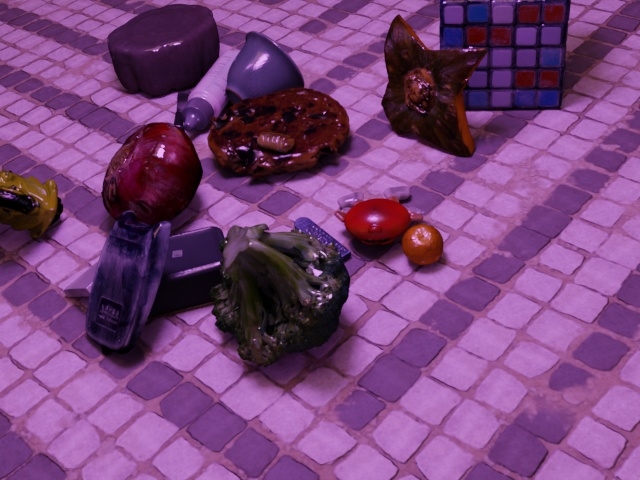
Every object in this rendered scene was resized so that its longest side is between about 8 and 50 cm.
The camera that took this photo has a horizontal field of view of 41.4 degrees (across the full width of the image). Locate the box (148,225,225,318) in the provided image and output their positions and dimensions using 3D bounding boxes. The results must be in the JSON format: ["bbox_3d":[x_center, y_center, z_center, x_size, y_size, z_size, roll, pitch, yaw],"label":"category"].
[{"bbox_3d":[-0.269,0.058,1.642,0.201,0.090,0.144,-13,41,-5],"label":"box"}]

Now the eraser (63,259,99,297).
[{"bbox_3d":[-0.432,0.059,1.690,0.104,0.023,0.150,-7,31,49],"label":"eraser"}]

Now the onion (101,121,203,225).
[{"bbox_3d":[-0.359,-0.133,1.807,0.246,0.190,0.246,-31,35,25],"label":"onion"}]

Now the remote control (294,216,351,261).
[{"bbox_3d":[0.000,-0.001,1.710,0.044,0.027,0.152,-25,43,-27],"label":"remote control"}]

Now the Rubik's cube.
[{"bbox_3d":[0.436,-0.504,2.022,0.293,0.291,0.287,2,42,11],"label":"Rubik's cube"}]

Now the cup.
[{"bbox_3d":[-0.161,-0.400,2.120,0.199,0.199,0.150,32,73,38],"label":"cup"}]

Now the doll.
[{"bbox_3d":[0.121,-0.048,1.703,0.183,0.085,0.217,-7,22,0],"label":"doll"}]

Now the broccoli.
[{"bbox_3d":[-0.081,0.079,1.474,0.295,0.245,0.265,7,56,54],"label":"broccoli"}]

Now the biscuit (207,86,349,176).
[{"bbox_3d":[-0.095,-0.246,1.977,0.334,0.081,0.289,-11,44,-4],"label":"biscuit"}]

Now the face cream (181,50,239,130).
[{"bbox_3d":[-0.276,-0.372,2.152,0.092,0.092,0.311,7,41,18],"label":"face cream"}]

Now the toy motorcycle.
[{"bbox_3d":[-0.694,-0.097,1.850,0.342,0.206,0.142,14,76,38],"label":"toy motorcycle"}]

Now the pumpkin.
[{"bbox_3d":[0.241,-0.351,1.913,0.095,0.258,0.290,-14,33,-41],"label":"pumpkin"}]

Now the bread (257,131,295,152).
[{"bbox_3d":[-0.099,-0.221,1.870,0.088,0.033,0.049,16,41,22],"label":"bread"}]

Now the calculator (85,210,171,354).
[{"bbox_3d":[-0.360,0.081,1.556,0.177,0.268,0.040,13,-2,43],"label":"calculator"}]

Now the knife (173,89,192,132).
[{"bbox_3d":[-0.347,-0.336,2.182,0.060,0.028,0.230,1,36,-7],"label":"knife"}]

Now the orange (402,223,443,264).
[{"bbox_3d":[0.196,0.008,1.626,0.083,0.070,0.083,-3,52,3],"label":"orange"}]

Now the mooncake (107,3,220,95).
[{"bbox_3d":[-0.422,-0.524,2.314,0.306,0.154,0.306,-5,40,4],"label":"mooncake"}]
